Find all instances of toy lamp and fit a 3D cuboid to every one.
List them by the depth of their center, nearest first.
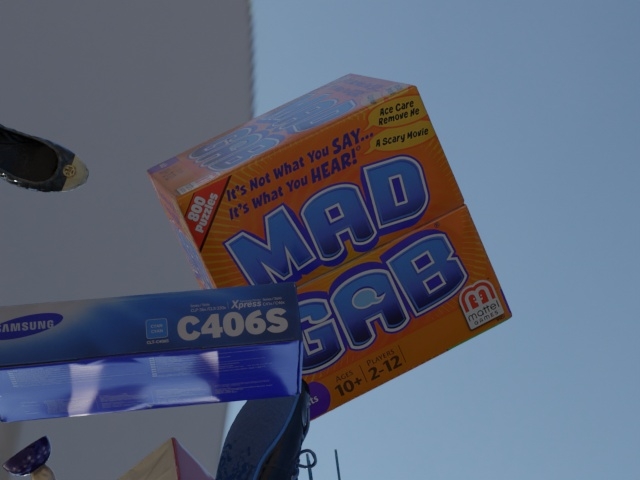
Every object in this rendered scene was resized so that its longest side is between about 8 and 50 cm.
[{"bbox_3d":[-0.304,0.383,1.892,0.080,0.080,0.275,-38,-95,39],"label":"toy lamp"}]

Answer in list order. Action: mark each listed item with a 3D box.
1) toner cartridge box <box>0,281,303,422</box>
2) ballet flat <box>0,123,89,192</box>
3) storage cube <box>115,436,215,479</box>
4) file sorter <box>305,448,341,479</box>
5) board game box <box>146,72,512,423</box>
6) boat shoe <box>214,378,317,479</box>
[{"bbox_3d":[-0.196,0.126,1.612,0.165,0.347,0.075,95,-10,-61],"label":"toner cartridge box"},{"bbox_3d":[-0.317,-0.089,1.491,0.049,0.173,0.057,0,-107,61],"label":"ballet flat"},{"bbox_3d":[-0.228,0.452,2.198,0.183,0.193,0.215,-37,-157,6],"label":"storage cube"},{"bbox_3d":[-0.049,0.358,2.040,0.118,0.170,0.104,84,-2,-76],"label":"file sorter"},{"bbox_3d":[0.000,0.000,2.096,0.356,0.356,0.356,65,-8,-14],"label":"board game box"},{"bbox_3d":[-0.073,0.284,1.759,0.109,0.089,0.258,0,-125,44],"label":"boat shoe"}]
